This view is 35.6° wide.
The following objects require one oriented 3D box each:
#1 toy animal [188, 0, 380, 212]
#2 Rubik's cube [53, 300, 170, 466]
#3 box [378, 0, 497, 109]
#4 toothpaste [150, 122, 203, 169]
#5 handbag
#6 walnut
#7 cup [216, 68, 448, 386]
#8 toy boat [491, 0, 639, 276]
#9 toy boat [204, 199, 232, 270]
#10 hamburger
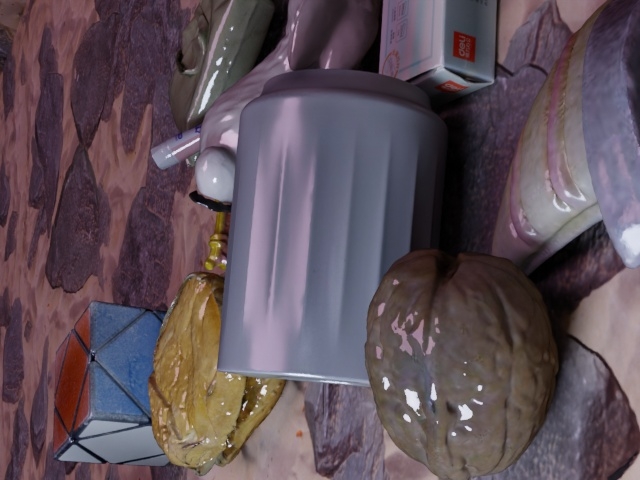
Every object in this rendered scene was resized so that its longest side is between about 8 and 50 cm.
[{"bbox_3d":[-0.030,-0.203,1.311,0.357,0.193,0.258,-66,-6,13],"label":"toy animal"},{"bbox_3d":[-0.314,0.242,1.645,0.207,0.204,0.205,-48,41,46],"label":"Rubik's cube"},{"bbox_3d":[0.136,-0.291,1.154,0.135,0.079,0.270,-17,65,59],"label":"box"},{"bbox_3d":[-0.177,-0.173,1.589,0.043,0.194,0.067,63,-174,-2],"label":"toothpaste"},{"bbox_3d":[-0.177,-0.309,1.694,0.316,0.109,0.253,-67,26,22],"label":"handbag"},{"bbox_3d":[0.130,0.120,0.928,0.178,0.178,0.231,25,119,60],"label":"walnut"},{"bbox_3d":[0.000,0.000,1.147,0.322,0.236,0.327,163,113,-65],"label":"cup"},{"bbox_3d":[0.240,-0.102,0.887,0.293,0.111,0.276,168,117,-70],"label":"toy boat"},{"bbox_3d":[-0.131,-0.058,1.499,0.318,0.099,0.141,-102,-9,-56],"label":"toy boat"},{"bbox_3d":[-0.149,0.187,1.439,0.283,0.144,0.260,-54,41,31],"label":"hamburger"}]
